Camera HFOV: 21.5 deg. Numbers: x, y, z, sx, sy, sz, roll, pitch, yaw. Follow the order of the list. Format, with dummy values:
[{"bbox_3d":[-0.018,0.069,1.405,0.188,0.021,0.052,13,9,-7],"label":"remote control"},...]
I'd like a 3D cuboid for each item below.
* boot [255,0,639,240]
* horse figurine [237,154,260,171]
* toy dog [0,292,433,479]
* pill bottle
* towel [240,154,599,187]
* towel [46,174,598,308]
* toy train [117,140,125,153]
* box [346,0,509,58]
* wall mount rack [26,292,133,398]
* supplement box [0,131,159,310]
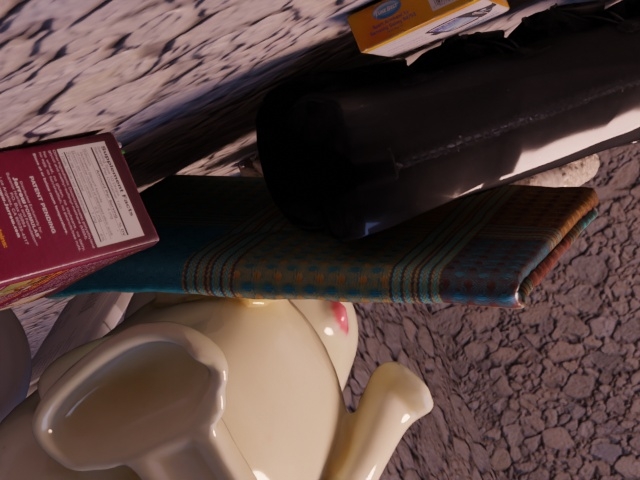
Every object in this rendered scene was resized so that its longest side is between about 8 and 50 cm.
[{"bbox_3d":[0.160,-0.105,1.314,0.445,0.146,0.367,-21,180,-17],"label":"boot"},{"bbox_3d":[-0.068,-0.035,1.677,0.174,0.066,0.263,-15,177,-26],"label":"horse figurine"},{"bbox_3d":[-0.094,0.150,1.414,0.395,0.284,0.408,-33,-168,27],"label":"toy dog"},{"bbox_3d":[-0.344,0.122,1.524,0.153,0.153,0.265,-22,177,-16],"label":"pill bottle"},{"bbox_3d":[0.085,-0.063,1.486,0.282,0.049,0.187,6,-162,32],"label":"towel"},{"bbox_3d":[0.000,0.000,1.260,0.370,0.040,0.271,2,-164,21],"label":"towel"},{"bbox_3d":[-0.164,-0.043,1.134,0.083,0.023,0.017,-24,177,26],"label":"toy train"},{"bbox_3d":[0.072,-0.145,1.080,0.081,0.028,0.136,-24,180,15],"label":"box"},{"bbox_3d":[-0.248,0.154,1.752,0.304,0.130,0.350,-31,-161,32],"label":"wall mount rack"},{"bbox_3d":[-0.203,-0.002,1.025,0.104,0.081,0.188,-25,176,33],"label":"supplement box"}]
